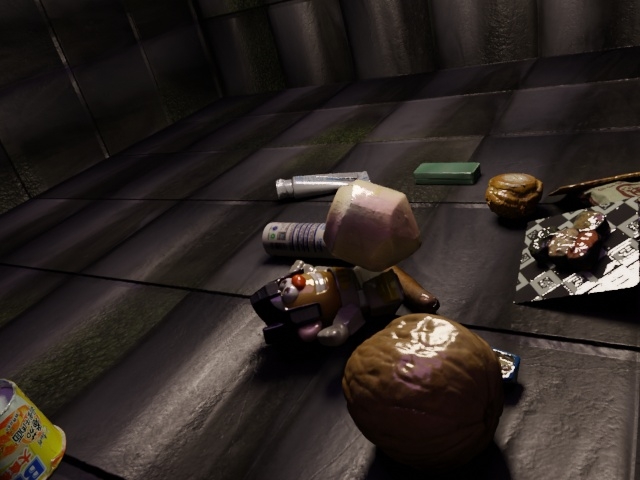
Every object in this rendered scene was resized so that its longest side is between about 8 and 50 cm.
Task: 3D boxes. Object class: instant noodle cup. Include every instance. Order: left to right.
[{"bbox_3d":[-0.574,0.348,0.934,0.205,0.153,0.205,-12,26,6],"label":"instant noodle cup"}]

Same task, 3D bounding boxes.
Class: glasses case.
[{"bbox_3d":[0.374,-0.198,1.588,0.184,0.039,0.078,5,33,34],"label":"glasses case"}]

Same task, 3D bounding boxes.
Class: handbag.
[{"bbox_3d":[0.663,-0.052,1.074,0.213,0.127,0.235,-5,38,-1],"label":"handbag"}]

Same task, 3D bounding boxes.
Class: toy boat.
[{"bbox_3d":[0.220,0.200,0.912,0.229,0.046,0.080,6,35,36],"label":"toy boat"}]

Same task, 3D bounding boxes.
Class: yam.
[{"bbox_3d":[0.170,0.087,1.153,0.046,0.046,0.264,-23,27,-14],"label":"yam"}]

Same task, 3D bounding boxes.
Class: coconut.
[{"bbox_3d":[0.103,-0.027,1.010,0.183,0.171,0.171,19,33,3],"label":"coconut"}]

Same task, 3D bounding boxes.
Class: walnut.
[{"bbox_3d":[0.143,0.211,0.764,0.228,0.228,0.228,-12,27,6],"label":"walnut"}]

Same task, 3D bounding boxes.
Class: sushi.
[{"bbox_3d":[0.477,0.002,1.019,0.220,0.047,0.231,-17,35,42],"label":"sushi"}]

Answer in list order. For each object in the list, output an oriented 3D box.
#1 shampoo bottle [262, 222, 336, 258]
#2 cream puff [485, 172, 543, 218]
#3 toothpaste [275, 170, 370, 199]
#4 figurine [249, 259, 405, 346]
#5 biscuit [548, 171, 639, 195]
[{"bbox_3d":[0.000,0.000,1.355,0.303,0.092,0.092,1,32,29],"label":"shampoo bottle"},{"bbox_3d":[0.465,-0.104,1.292,0.126,0.103,0.144,16,25,36],"label":"cream puff"},{"bbox_3d":[0.008,-0.182,1.730,0.299,0.073,0.114,-7,27,0],"label":"toothpaste"},{"bbox_3d":[0.009,0.120,1.068,0.308,0.143,0.308,-16,9,3],"label":"figurine"},{"bbox_3d":[0.656,-0.131,1.225,0.237,0.013,0.232,-9,-3,14],"label":"biscuit"}]
